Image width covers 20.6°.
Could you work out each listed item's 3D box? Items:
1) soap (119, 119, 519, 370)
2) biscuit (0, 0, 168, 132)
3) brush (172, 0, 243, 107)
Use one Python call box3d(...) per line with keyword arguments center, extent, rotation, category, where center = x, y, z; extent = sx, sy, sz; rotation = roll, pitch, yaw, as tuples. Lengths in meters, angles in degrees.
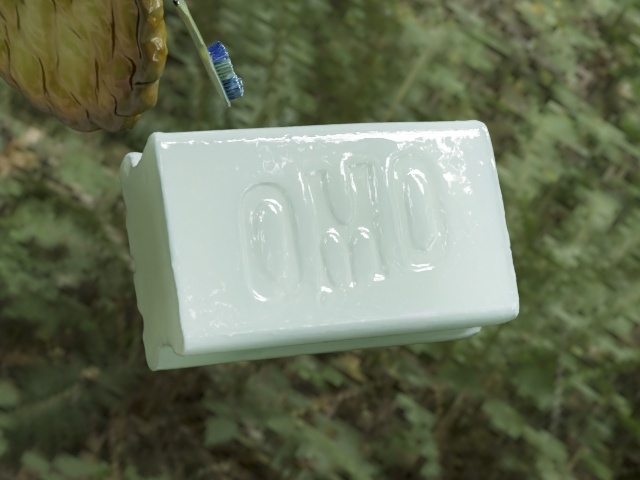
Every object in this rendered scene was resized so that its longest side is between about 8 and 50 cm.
box3d(center=(0.000, 0.000, 1.280), extent=(0.265, 0.087, 0.159), rotation=(-4, 79, -25), category="soap")
box3d(center=(-0.254, -0.254, 1.640), extent=(0.078, 0.329, 0.335), rotation=(-23, 11, -36), category="biscuit")
box3d(center=(-0.108, -0.187, 1.697), extent=(0.178, 0.030, 0.033), rotation=(66, 5, -58), category="brush")
